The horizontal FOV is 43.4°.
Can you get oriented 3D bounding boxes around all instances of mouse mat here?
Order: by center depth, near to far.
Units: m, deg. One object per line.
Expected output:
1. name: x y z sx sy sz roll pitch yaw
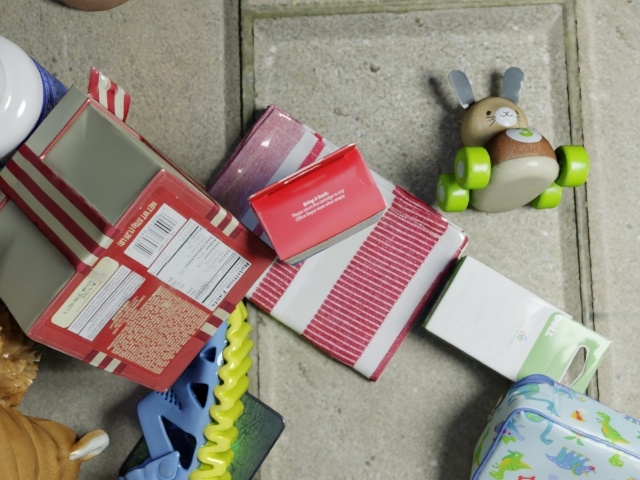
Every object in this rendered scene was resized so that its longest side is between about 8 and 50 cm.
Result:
1. mouse mat: -0.154 0.273 1.050 0.152 0.007 0.190 33 86 5

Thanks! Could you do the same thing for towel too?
1. towel: 0.000 0.000 1.060 0.329 0.037 0.237 34 87 5

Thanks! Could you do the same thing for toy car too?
1. toy car: 0.229 -0.140 1.024 0.155 0.149 0.188 -2 71 -10

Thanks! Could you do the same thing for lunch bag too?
1. lunch bag: 0.299 0.273 0.964 0.219 0.090 0.176 22 120 6

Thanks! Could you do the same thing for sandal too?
1. sandal: -0.166 0.214 0.996 0.138 0.126 0.317 11 82 7

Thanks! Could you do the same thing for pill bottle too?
1. pill bottle: -0.394 -0.161 0.973 0.152 0.272 0.152 0 83 2

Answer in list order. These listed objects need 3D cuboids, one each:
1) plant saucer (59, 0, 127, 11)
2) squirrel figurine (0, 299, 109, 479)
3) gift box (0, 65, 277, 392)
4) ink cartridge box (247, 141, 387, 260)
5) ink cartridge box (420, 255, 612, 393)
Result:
1. plant saucer: -0.313 -0.398 1.088 0.168 0.029 0.168 -2 102 -11
2. squirrel figurine: -0.383 0.208 0.881 0.281 0.370 0.397 -2 83 14
3. gift box: -0.245 -0.022 0.925 0.255 0.276 0.258 -48 49 -5
4. ink cartridge box: 0.000 -0.036 0.930 0.134 0.231 0.078 -28 86 1
5. ink cartridge box: 0.245 0.119 1.024 0.209 0.062 0.109 31 86 5
